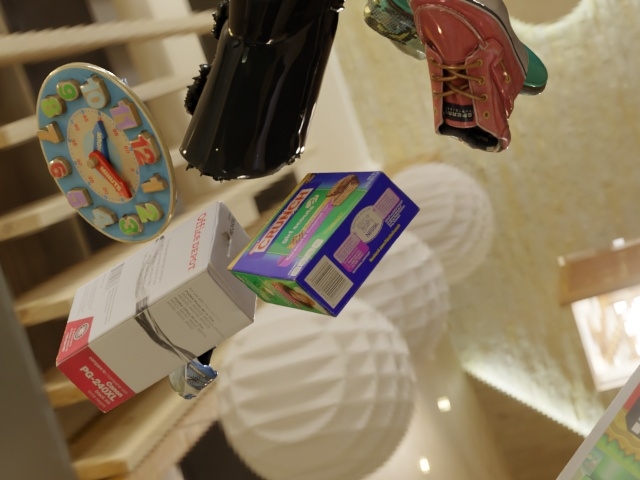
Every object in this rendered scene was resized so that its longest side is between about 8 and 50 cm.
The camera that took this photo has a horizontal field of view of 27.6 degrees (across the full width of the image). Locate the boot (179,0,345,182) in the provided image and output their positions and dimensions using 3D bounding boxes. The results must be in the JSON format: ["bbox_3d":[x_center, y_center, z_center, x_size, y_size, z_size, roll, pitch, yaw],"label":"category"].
[{"bbox_3d":[-0.014,-0.168,0.965,0.246,0.094,0.207,-47,-21,-53],"label":"boot"}]

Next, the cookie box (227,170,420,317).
[{"bbox_3d":[0.000,0.000,0.837,0.040,0.092,0.107,45,163,-20],"label":"cookie box"}]

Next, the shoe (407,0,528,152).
[{"bbox_3d":[0.106,-0.125,0.948,0.178,0.063,0.081,33,-115,-60],"label":"shoe"}]

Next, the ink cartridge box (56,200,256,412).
[{"bbox_3d":[-0.123,0.050,1.015,0.063,0.150,0.109,51,-161,-24],"label":"ink cartridge box"}]

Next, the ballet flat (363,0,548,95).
[{"bbox_3d":[0.122,-0.181,1.204,0.188,0.070,0.070,30,-148,-16],"label":"ballet flat"}]

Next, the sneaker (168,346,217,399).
[{"bbox_3d":[-0.148,0.116,1.502,0.052,0.058,0.135,36,-151,-53],"label":"sneaker"}]

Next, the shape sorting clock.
[{"bbox_3d":[-0.231,-0.089,1.380,0.040,0.206,0.206,-36,-70,-45],"label":"shape sorting clock"}]

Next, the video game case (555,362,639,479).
[{"bbox_3d":[0.215,0.194,0.742,0.204,0.285,0.025,38,-174,37],"label":"video game case"}]
